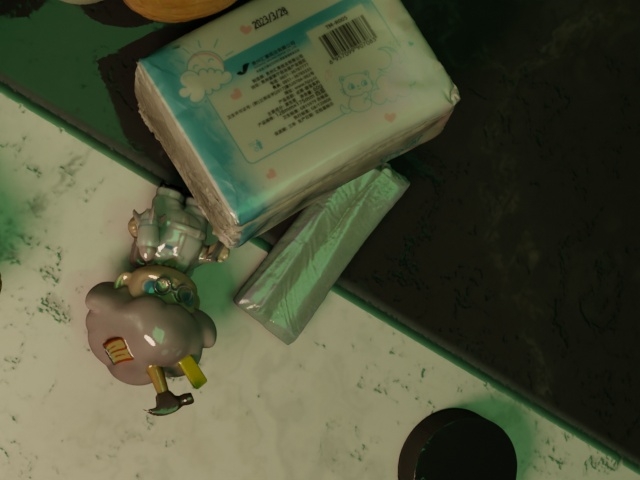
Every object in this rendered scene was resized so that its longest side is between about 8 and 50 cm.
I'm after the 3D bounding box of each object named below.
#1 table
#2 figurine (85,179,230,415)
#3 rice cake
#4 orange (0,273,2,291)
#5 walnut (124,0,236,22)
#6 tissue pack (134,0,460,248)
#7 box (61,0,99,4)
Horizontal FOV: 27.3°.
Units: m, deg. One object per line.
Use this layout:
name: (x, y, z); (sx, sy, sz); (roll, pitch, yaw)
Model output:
table: (0.156, 0.260, 1.492); (0.133, 0.043, 0.134); (-3, 97, -22)
figurine: (-0.164, 0.057, 1.306); (0.137, 0.112, 0.229); (19, 77, -31)
rice cake: (0.001, 0.000, 1.397); (0.080, 0.042, 0.222); (39, 83, -17)
orange: (-0.373, 0.023, 1.213); (0.160, 0.112, 0.170); (34, 56, -13)
walnut: (-0.121, -0.311, 1.232); (0.193, 0.193, 0.226); (46, 78, -21)
tissue pack: (-0.025, -0.141, 1.300); (0.271, 0.124, 0.201); (-30, 85, -16)
box: (-0.246, -0.434, 1.099); (0.373, 0.090, 0.367); (33, 82, -3)
